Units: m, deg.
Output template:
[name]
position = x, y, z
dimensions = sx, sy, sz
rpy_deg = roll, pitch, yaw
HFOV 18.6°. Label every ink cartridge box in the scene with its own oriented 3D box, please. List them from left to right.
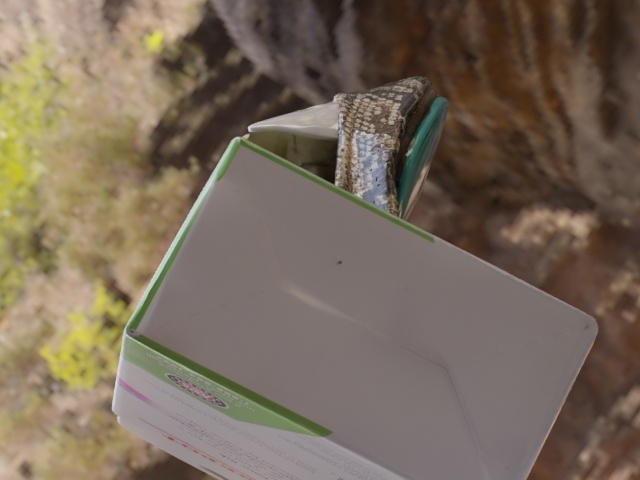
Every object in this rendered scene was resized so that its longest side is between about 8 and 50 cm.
[ink cartridge box]
position = 0.000, 0.078, 1.092
dimensions = 0.119, 0.207, 0.353
rpy_deg = -63, 1, -15

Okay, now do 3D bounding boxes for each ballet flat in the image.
[ballet flat]
position = 0.000, 0.000, 1.469
dimensions = 0.483, 0.182, 0.164
rpy_deg = -81, 6, -55
